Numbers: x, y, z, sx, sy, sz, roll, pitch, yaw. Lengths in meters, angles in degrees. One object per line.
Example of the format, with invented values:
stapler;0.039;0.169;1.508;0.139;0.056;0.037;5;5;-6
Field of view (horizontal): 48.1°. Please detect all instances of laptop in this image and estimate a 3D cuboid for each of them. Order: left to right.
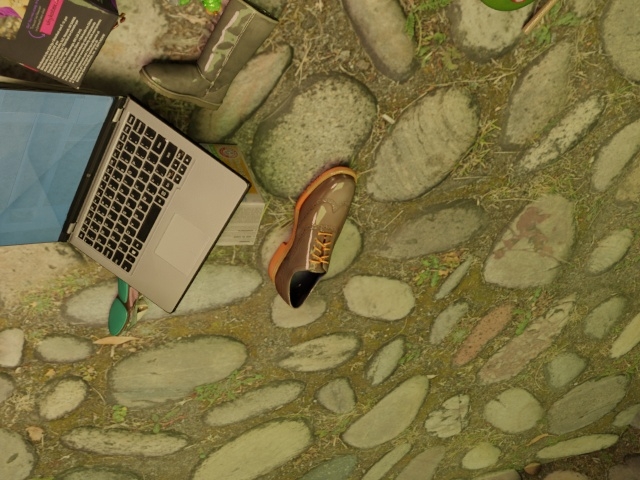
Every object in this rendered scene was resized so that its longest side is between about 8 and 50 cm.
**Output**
laptop;-0.406;-0.040;1.237;0.408;0.236;0.382;36;127;-1

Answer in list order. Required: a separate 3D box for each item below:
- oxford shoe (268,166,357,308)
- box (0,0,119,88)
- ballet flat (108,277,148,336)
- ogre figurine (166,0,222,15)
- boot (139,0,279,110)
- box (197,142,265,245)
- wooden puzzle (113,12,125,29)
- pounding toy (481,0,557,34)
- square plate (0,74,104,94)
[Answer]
oxford shoe;0.000;0.000;1.629;0.130;0.132;0.363;6;127;-28
box;-0.458;-0.369;1.057;0.270;0.165;0.143;22;119;-37
ballet flat;-0.423;0.130;1.610;0.079;0.077;0.221;-15;138;-39
ogre figurine;-0.194;-0.427;1.158;0.197;0.118;0.096;-4;132;-20
boot;-0.195;-0.341;1.268;0.190;0.076;0.208;6;136;-47
box;-0.198;-0.094;1.403;0.114;0.203;0.103;-1;131;-26
wooden puzzle;-0.360;-0.357;1.195;0.083;0.049;0.006;-34;136;7
pounding toy;0.414;-0.497;1.374;0.237;0.110;0.183;23;118;-37
square plate;-0.577;-0.147;1.201;0.347;0.049;0.344;-48;164;21
